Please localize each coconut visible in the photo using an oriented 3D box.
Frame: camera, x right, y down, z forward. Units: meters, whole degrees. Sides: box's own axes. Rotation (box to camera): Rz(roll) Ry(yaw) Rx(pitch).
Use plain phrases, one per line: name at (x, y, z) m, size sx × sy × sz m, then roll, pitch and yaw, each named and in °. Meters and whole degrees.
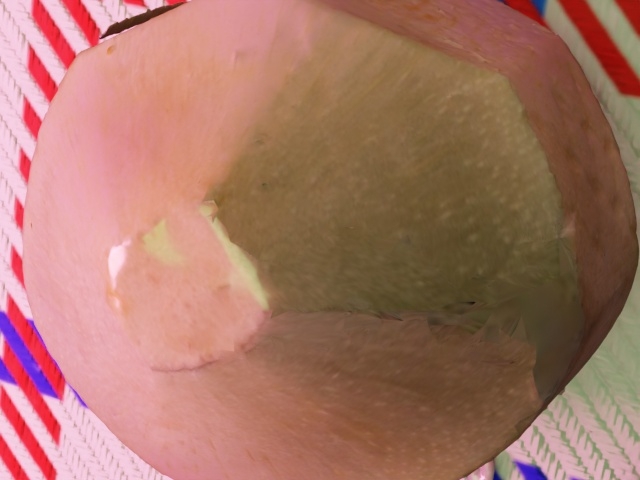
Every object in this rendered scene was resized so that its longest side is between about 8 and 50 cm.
coconut at (0.000, 0.000, 0.660) m, size 0.353 × 0.353 × 0.352 m, roll 4°, pitch 102°, yaw 21°

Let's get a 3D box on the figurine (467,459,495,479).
figurine at (0.081, 0.334, 0.777) m, size 0.284 × 0.206 × 0.316 m, roll 45°, pitch 108°, yaw -4°
